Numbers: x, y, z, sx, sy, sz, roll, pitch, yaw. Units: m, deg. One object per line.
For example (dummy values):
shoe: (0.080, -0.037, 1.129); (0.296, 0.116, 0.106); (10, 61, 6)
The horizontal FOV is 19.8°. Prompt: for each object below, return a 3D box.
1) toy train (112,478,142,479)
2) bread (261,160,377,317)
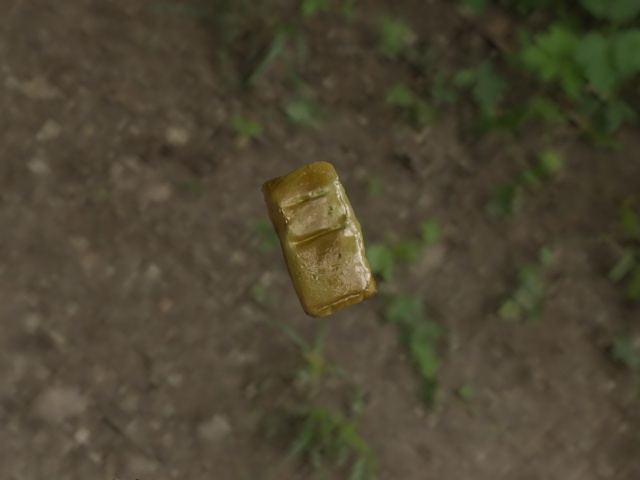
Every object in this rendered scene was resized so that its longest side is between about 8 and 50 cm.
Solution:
toy train: (-0.138, 0.216, 1.172); (0.050, 0.138, 0.087); (24, -3, -7)
bread: (0.000, 0.000, 1.593); (0.053, 0.074, 0.132); (72, 1, -82)
